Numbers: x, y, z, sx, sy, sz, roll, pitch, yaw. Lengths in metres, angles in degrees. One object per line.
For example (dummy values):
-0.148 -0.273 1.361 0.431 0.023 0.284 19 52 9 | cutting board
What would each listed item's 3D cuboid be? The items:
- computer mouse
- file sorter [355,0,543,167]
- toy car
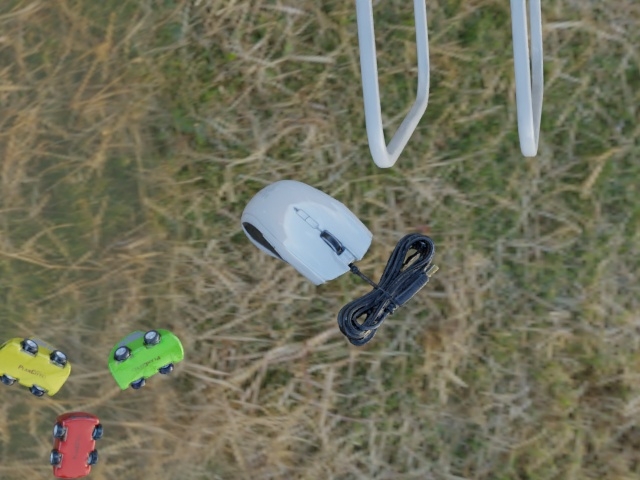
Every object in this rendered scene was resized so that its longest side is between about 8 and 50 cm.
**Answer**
0.000 0.000 0.971 0.106 0.193 0.042 -44 142 -16 | computer mouse
0.160 -0.141 0.563 0.277 0.193 0.173 -3 108 13 | file sorter
-0.285 0.176 1.561 0.225 0.053 0.239 -27 125 -8 | toy car
